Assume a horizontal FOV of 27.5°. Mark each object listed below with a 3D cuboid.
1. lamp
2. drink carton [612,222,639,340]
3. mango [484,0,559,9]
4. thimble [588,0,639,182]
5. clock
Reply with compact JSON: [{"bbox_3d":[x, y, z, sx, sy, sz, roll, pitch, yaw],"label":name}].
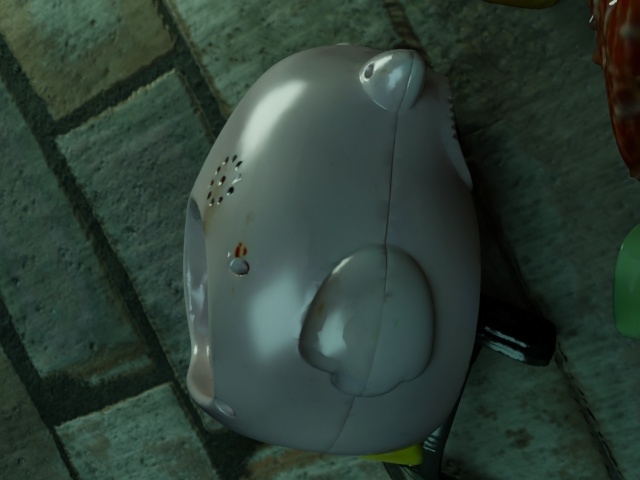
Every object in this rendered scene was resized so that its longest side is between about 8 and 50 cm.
[{"bbox_3d":[0.189,0.198,1.338,0.203,0.124,0.283,20,122,12],"label":"lamp"},{"bbox_3d":[0.349,0.043,1.169,0.142,0.144,0.146,11,115,38],"label":"drink carton"},{"bbox_3d":[0.171,-0.252,1.196,0.114,0.060,0.080,39,114,12],"label":"mango"},{"bbox_3d":[0.358,-0.179,0.946,0.350,0.231,0.350,3,131,3],"label":"thimble"},{"bbox_3d":[0.000,0.000,1.240,0.250,0.368,0.377,7,98,-13],"label":"clock"}]
